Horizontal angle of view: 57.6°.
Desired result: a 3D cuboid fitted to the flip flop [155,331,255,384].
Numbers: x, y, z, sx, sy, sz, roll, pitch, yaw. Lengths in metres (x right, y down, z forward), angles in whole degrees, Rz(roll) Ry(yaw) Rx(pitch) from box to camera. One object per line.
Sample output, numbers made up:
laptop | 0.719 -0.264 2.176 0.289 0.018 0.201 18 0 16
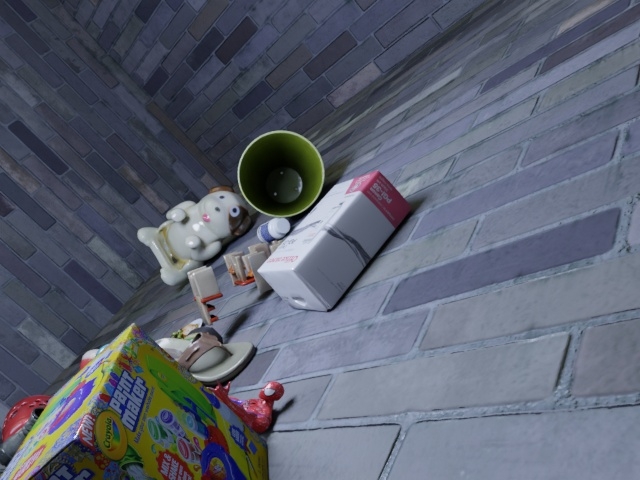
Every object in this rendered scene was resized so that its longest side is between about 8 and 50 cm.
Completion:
flip flop | -0.271 0.240 1.263 0.277 0.080 0.112 2 36 28

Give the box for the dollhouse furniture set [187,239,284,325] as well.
dollhouse furniture set | -0.188 0.101 1.463 0.259 0.135 0.262 -21 7 -22

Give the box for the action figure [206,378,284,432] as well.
action figure | -0.187 0.302 0.929 0.280 0.139 0.091 -40 16 1

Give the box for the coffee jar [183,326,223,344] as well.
coffee jar | -0.308 0.287 1.366 0.096 0.079 0.184 -22 26 41

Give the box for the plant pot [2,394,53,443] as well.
plant pot | -0.869 0.588 1.771 0.191 0.191 0.174 -46 18 -11

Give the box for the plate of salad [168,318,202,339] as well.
plate of salad | -0.425 0.297 1.700 0.200 0.048 0.200 -39 16 14

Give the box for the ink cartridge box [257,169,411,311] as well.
ink cartridge box | 0.026 0.002 1.218 0.283 0.117 0.207 -49 16 -21

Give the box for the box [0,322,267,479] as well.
box | -0.219 0.303 0.721 0.177 0.279 0.290 -42 16 5

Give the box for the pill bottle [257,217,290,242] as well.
pill bottle | -0.147 -0.034 1.851 0.120 0.067 0.067 -21 27 55

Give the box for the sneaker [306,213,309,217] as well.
sneaker | 0.001 -0.043 1.494 0.068 0.071 0.170 -47 16 -13

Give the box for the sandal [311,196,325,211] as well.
sandal | 0.000 0.001 1.355 0.054 0.097 0.254 -17 41 61

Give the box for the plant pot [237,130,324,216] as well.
plant pot | -0.126 -0.208 1.977 0.275 0.275 0.293 -44 0 -1

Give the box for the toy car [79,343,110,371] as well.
toy car | -0.522 0.408 1.485 0.219 0.210 0.238 -30 48 52

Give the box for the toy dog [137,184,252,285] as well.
toy dog | -0.469 -0.037 2.398 0.408 0.284 0.395 -37 -20 26

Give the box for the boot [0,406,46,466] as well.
boot | -0.699 0.522 1.516 0.161 0.246 0.083 -44 59 -5
